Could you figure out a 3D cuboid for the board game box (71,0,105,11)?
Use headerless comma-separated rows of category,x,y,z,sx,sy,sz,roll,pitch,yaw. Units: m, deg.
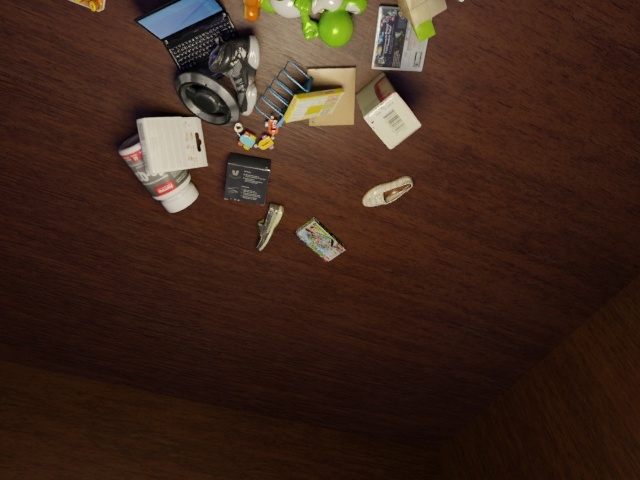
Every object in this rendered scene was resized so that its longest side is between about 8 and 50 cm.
board game box,-0.771,-0.886,1.180,0.390,0.050,0.389,17,124,-15

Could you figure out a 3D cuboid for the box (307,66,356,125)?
box,0.038,-0.498,1.530,0.165,0.021,0.201,-2,126,-1

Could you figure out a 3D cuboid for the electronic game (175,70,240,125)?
electronic game,-0.373,-0.465,1.457,0.230,0.048,0.229,18,155,9

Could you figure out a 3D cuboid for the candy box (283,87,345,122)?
candy box,-0.020,-0.444,1.443,0.206,0.027,0.105,-23,160,-37

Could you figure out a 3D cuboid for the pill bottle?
pill bottle,-0.576,-0.249,1.593,0.161,0.161,0.283,-20,125,12

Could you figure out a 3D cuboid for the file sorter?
file sorter,-0.122,-0.487,1.459,0.105,0.118,0.170,35,126,-20

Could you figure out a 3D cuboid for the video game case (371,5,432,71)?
video game case,0.262,-0.652,1.429,0.173,0.022,0.190,1,127,-5

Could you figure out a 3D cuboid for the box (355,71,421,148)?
box,0.220,-0.434,1.456,0.127,0.232,0.149,-36,120,21

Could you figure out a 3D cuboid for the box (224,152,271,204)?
box,-0.276,-0.232,1.665,0.156,0.093,0.158,9,126,-9

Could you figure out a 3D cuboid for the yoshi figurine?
yoshi figurine,-0.044,-0.674,1.305,0.363,0.203,0.203,3,142,-8

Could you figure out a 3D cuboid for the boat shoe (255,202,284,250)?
boat shoe,-0.223,-0.060,1.811,0.074,0.080,0.223,25,116,-14

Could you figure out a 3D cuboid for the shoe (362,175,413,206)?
shoe,0.266,-0.190,1.748,0.219,0.058,0.076,-26,124,15

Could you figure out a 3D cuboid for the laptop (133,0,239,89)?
laptop,-0.379,-0.607,1.355,0.235,0.136,0.264,-19,125,11

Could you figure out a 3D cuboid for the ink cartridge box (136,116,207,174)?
ink cartridge box,-0.504,-0.330,1.508,0.056,0.225,0.180,5,107,35

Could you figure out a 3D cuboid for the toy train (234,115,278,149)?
toy train,-0.221,-0.390,1.584,0.167,0.046,0.125,-6,125,-3

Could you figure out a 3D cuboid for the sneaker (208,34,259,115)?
sneaker,-0.282,-0.529,1.413,0.153,0.101,0.268,-1,139,-16

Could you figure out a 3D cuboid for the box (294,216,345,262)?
box,0.000,0.000,1.888,0.114,0.036,0.207,-36,121,22

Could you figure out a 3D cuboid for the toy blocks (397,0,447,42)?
toy blocks,0.217,-0.778,1.202,0.191,0.260,0.381,-26,131,13
